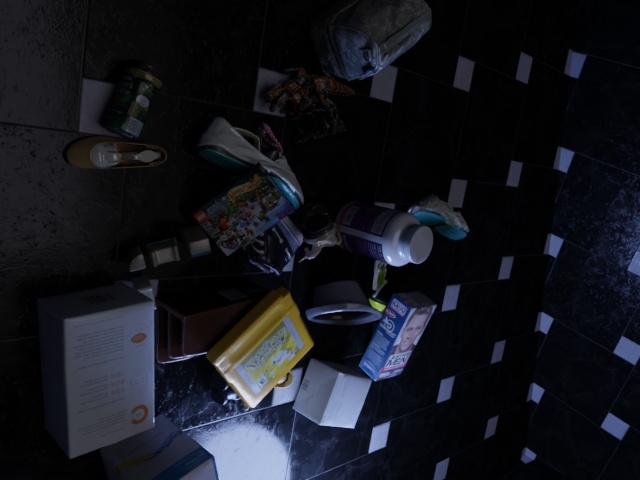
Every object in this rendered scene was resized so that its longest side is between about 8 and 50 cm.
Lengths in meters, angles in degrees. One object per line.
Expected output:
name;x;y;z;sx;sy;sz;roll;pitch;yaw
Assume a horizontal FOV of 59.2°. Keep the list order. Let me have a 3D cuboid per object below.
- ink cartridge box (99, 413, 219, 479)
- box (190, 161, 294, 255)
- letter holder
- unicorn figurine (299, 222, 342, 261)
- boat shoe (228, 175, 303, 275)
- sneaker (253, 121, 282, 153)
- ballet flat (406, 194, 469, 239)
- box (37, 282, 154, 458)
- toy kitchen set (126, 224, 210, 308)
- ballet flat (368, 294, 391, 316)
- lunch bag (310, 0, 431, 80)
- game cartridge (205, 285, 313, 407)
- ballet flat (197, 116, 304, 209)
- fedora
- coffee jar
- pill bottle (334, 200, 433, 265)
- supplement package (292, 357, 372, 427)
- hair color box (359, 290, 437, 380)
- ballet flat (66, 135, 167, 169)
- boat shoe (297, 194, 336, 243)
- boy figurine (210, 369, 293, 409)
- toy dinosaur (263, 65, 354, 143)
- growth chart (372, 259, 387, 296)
ink cartridge box;-0.424;0.644;1.511;0.197;0.270;0.198;-26;120;-39
box;-0.211;-0.082;1.532;0.233;0.044;0.159;-34;115;12
letter holder;-0.298;0.252;1.599;0.302;0.152;0.214;-10;112;-43
unicorn figurine;0.000;0.000;1.864;0.162;0.060;0.111;-10;83;-9
boat shoe;-0.178;-0.030;1.639;0.340;0.127;0.158;48;62;-43
sneaker;-0.156;-0.289;1.648;0.057;0.047;0.119;-38;129;-4
ballet flat;0.470;-0.109;2.290;0.409;0.147;0.147;22;87;-49
box;-0.537;0.302;1.361;0.215;0.168;0.345;-9;109;-44
toy kitchen set;-0.397;0.073;1.491;0.207;0.122;0.166;-14;115;-20
ballet flat;0.259;0.265;2.220;0.231;0.077;0.077;13;107;-48
lunch bag;0.156;-0.622;1.690;0.305;0.256;0.212;-42;129;-27
game cartridge;-0.160;0.313;1.630;0.285;0.053;0.323;-44;146;-19
ballet flat;-0.172;-0.221;1.598;0.400;0.139;0.139;31;81;-44
fedora;0.074;0.209;1.941;0.275;0.244;0.124;12;66;-38
coffee jar;-0.434;-0.331;1.309;0.079;0.096;0.184;28;82;-49
pill bottle;0.210;-0.021;1.891;0.182;0.323;0.181;-17;115;-41
supplement package;0.044;0.552;2.037;0.203;0.149;0.194;26;84;-46
hair color box;0.301;0.372;2.203;0.174;0.105;0.347;0;120;-46
ballet flat;-0.471;-0.206;1.329;0.232;0.073;0.080;-12;111;-42
boat shoe;-0.024;-0.069;1.707;0.103;0.285;0.092;-24;109;1
boy figurine;-0.211;0.453;1.795;0.285;0.092;0.177;4;98;-42
toy dinosaur;-0.015;-0.416;1.675;0.322;0.164;0.218;-18;100;-17
growth chart;0.230;0.094;2.115;0.172;0.021;0.237;-47;145;-53
